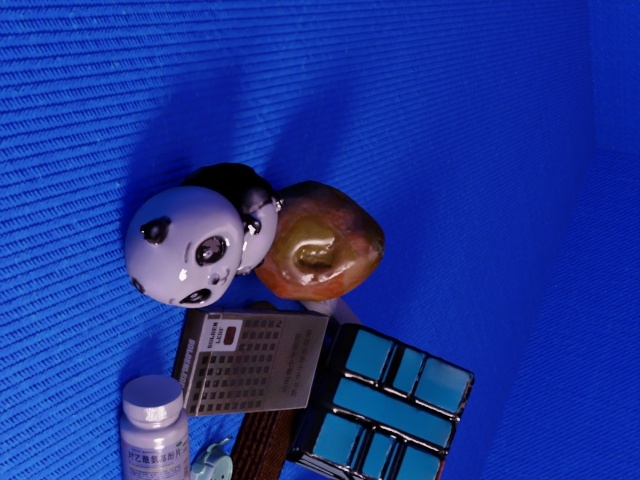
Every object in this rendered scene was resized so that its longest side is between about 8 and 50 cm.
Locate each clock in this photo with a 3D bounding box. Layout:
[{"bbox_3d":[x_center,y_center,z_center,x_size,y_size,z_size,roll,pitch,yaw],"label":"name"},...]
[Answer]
[{"bbox_3d":[-0.191,0.408,1.799,0.101,0.041,0.135,-3,105,-65],"label":"clock"}]

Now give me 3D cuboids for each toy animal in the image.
[{"bbox_3d":[-0.174,-0.004,1.470,0.235,0.165,0.187,-42,156,-55],"label":"toy animal"}]

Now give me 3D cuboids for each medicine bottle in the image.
[{"bbox_3d":[-0.249,0.304,1.546,0.103,0.102,0.187,-39,137,-54],"label":"medicine bottle"}]

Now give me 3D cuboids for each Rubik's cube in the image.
[{"bbox_3d":[0.113,0.353,2.040,0.293,0.288,0.284,116,-3,-71],"label":"Rubik's cube"}]

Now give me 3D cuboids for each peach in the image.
[{"bbox_3d":[0.000,0.000,1.775,0.214,0.235,0.214,5,90,-71],"label":"peach"}]

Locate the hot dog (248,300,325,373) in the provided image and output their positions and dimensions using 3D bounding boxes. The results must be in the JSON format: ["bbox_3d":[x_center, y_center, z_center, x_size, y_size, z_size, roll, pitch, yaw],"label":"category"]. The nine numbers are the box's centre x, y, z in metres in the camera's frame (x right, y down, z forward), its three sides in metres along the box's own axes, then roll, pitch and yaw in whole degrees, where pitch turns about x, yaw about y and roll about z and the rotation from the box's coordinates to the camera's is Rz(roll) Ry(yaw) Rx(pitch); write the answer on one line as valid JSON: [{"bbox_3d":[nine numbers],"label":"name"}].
[{"bbox_3d":[-0.067,0.184,1.921,0.289,0.068,0.083,44,52,-57],"label":"hot dog"}]

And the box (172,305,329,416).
[{"bbox_3d":[-0.118,0.205,1.756,0.324,0.047,0.180,7,99,-51],"label":"box"}]

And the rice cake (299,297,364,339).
[{"bbox_3d":[0.020,0.142,2.079,0.365,0.072,0.056,51,53,-60],"label":"rice cake"}]

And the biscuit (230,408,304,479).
[{"bbox_3d":[-0.122,0.421,1.920,0.107,0.073,0.388,46,60,-60],"label":"biscuit"}]
